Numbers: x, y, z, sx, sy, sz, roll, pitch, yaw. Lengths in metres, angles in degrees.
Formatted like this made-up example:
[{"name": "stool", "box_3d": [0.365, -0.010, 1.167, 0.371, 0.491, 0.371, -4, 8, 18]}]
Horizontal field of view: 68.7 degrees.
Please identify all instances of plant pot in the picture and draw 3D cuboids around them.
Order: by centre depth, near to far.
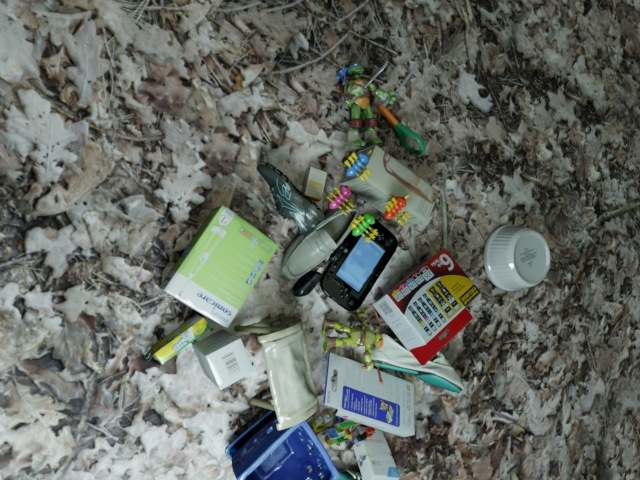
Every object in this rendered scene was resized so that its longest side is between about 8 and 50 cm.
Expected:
[{"name": "plant pot", "box_3d": [-0.124, 0.636, 1.347, 0.236, 0.212, 0.236, -36, 107, -23]}]

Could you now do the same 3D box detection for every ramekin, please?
[{"name": "ramekin", "box_3d": [0.796, 0.069, 1.872, 0.272, 0.127, 0.273, 1, 88, -26]}]

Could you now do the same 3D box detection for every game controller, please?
[{"name": "game controller", "box_3d": [0.131, 0.076, 1.583, 0.166, 0.067, 0.319, 41, 71, -19]}]

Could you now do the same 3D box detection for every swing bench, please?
[{"name": "swing bench", "box_3d": [-0.114, 0.361, 1.345, 0.165, 0.254, 0.253, -12, 93, -26]}]

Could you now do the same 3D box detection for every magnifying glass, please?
[{"name": "magnifying glass", "box_3d": [0.289, -0.399, 1.680, 0.231, 0.092, 0.026, 45, 73, -6]}]

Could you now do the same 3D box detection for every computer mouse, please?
[{"name": "computer mouse", "box_3d": [0.003, 0.098, 1.513, 0.242, 0.071, 0.041, -43, 111, -16]}]

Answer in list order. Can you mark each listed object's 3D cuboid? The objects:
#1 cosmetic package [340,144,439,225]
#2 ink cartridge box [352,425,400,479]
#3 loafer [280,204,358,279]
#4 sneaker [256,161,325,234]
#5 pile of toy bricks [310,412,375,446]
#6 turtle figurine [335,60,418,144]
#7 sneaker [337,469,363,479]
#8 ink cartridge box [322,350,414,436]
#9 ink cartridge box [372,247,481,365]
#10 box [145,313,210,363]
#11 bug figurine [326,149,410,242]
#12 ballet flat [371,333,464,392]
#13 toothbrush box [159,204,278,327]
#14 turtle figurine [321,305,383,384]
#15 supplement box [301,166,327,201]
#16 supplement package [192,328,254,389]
[{"name": "cosmetic package", "box_3d": [0.237, -0.181, 1.601, 0.296, 0.153, 0.129, 32, 74, -23]}, {"name": "ink cartridge box", "box_3d": [0.177, 0.713, 1.546, 0.104, 0.181, 0.062, 17, 117, -24]}, {"name": "loafer", "box_3d": [0.000, 0.000, 1.497, 0.112, 0.111, 0.319, 48, 69, -16]}, {"name": "sneaker", "box_3d": [-0.110, -0.133, 1.457, 0.267, 0.101, 0.106, 44, 98, -3]}, {"name": "pile of toy bricks", "box_3d": [0.068, 0.628, 1.519, 0.212, 0.118, 0.105, 4, 125, -36]}, {"name": "turtle figurine", "box_3d": [0.173, -0.451, 1.537, 0.274, 0.198, 0.266, 2, 108, 14]}, {"name": "sneaker", "box_3d": [0.142, 0.805, 1.538, 0.302, 0.108, 0.121, 44, 69, -26]}, {"name": "ink cartridge box", "box_3d": [0.155, 0.508, 1.537, 0.371, 0.069, 0.176, 28, 48, -24]}, {"name": "ink cartridge box", "box_3d": [0.387, 0.226, 1.608, 0.309, 0.130, 0.272, -34, 81, -28]}, {"name": "box", "box_3d": [-0.398, 0.277, 1.295, 0.179, 0.105, 0.043, -35, 102, -22]}, {"name": "bug figurine", "box_3d": [0.141, -0.133, 1.457, 0.216, 0.072, 0.279, -44, 108, -1]}, {"name": "ballet flat", "box_3d": [0.357, 0.426, 1.649, 0.400, 0.139, 0.139, 23, 78, -20]}, {"name": "toothbrush box", "box_3d": [-0.290, 0.074, 1.348, 0.206, 0.122, 0.283, 36, 72, -20]}, {"name": "turtle figurine", "box_3d": [0.118, 0.324, 1.513, 0.217, 0.087, 0.270, 7, 57, -14]}, {"name": "supplement box", "box_3d": [-0.021, -0.184, 1.537, 0.062, 0.036, 0.098, 17, 81, -24]}, {"name": "supplement package", "box_3d": [-0.276, 0.328, 1.309, 0.105, 0.179, 0.105, -25, 98, -25]}]
